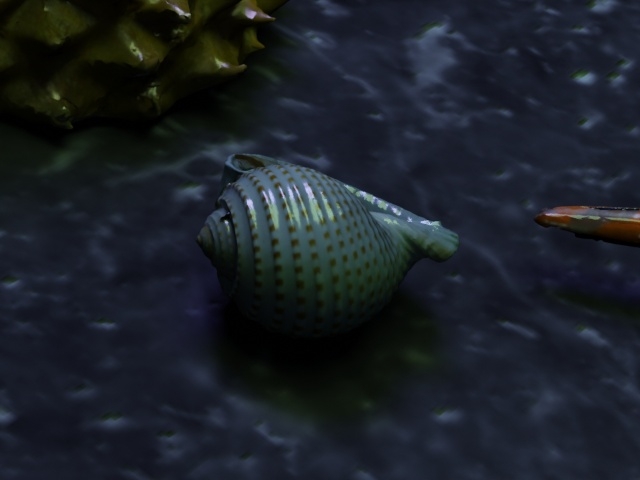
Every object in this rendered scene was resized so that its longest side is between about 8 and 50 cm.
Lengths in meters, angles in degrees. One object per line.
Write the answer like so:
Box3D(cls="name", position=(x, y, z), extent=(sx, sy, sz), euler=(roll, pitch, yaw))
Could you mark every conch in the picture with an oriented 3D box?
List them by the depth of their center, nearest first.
Box3D(cls="conch", position=(-0.003, 0.003, 0.616), extent=(0.085, 0.056, 0.076), euler=(22, 14, -28))

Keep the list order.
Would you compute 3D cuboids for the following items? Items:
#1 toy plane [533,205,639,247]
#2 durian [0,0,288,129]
Box3D(cls="toy plane", position=(0.170, 0.012, 0.680), extent=(0.188, 0.062, 0.135), euler=(1, 41, 0))
Box3D(cls="durian", position=(-0.120, -0.153, 0.651), extent=(0.305, 0.195, 0.185), euler=(-5, 51, -29))
